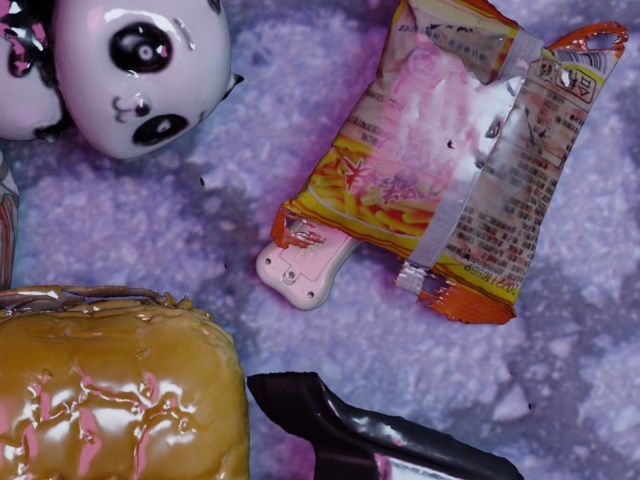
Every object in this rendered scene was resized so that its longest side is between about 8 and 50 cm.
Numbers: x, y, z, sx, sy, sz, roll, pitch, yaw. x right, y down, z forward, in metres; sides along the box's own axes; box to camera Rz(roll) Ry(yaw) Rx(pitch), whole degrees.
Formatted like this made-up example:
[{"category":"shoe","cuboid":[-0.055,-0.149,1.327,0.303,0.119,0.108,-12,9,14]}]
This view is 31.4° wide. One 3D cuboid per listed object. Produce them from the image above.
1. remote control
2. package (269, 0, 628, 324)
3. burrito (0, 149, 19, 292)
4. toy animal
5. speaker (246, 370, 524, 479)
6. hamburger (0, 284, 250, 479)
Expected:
[{"category":"remote control","cuboid":[0.000,0.000,1.005,0.074,0.032,0.122,39,94,8]},{"category":"package","cuboid":[0.110,-0.088,0.946,0.223,0.108,0.288,22,88,-5]},{"category":"burrito","cuboid":[-0.340,0.077,1.016,0.139,0.101,0.445,9,88,26]},{"category":"toy animal","cuboid":[-0.191,-0.166,0.969,0.235,0.187,0.165,9,53,9]},{"category":"speaker","cuboid":[0.029,0.305,0.869,0.184,0.180,0.388,11,77,-24]},{"category":"hamburger","cuboid":[-0.203,0.179,0.929,0.319,0.158,0.318,0,89,-18]}]
